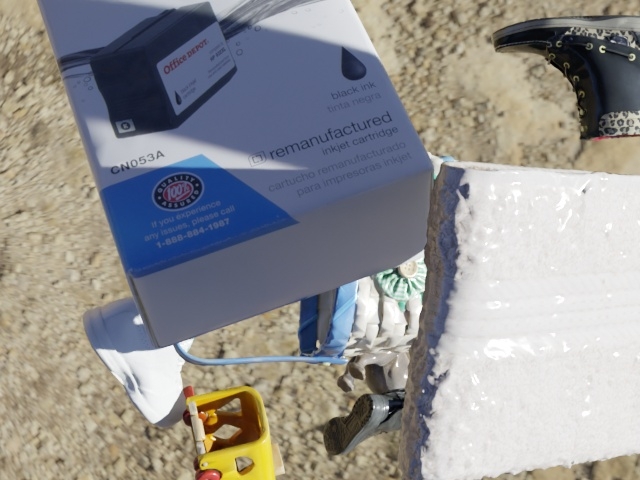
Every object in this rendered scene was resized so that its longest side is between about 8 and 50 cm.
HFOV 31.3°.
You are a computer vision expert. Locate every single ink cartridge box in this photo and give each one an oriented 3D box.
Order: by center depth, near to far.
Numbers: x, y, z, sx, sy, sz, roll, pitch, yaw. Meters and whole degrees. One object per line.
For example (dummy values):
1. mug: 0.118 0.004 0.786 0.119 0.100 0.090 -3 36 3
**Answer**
1. ink cartridge box: -0.073 -0.106 0.869 0.223 0.129 0.307 -20 61 -7

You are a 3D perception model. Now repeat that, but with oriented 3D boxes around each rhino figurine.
1. rhino figurine: 0.109 0.221 1.605 0.106 0.073 0.243 -56 127 -35

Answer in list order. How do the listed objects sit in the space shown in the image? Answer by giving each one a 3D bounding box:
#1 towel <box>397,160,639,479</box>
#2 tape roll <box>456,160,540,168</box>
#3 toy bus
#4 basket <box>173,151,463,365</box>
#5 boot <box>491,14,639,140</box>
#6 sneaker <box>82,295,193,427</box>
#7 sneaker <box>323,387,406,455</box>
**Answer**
1. towel: 0.165 0.049 0.705 0.282 0.049 0.187 0 100 -39
2. tape roll: 0.230 -0.065 1.673 0.392 0.392 0.072 4 89 -21
3. toy bus: -0.097 0.264 1.342 0.104 0.202 0.191 -12 92 -8
4. basket: 0.000 0.000 1.134 0.289 0.201 0.255 2 77 -7
5. boot: 0.372 -0.236 1.680 0.236 0.085 0.179 -1 92 10
6. sneaker: -0.179 0.135 1.277 0.094 0.080 0.212 -26 140 0
7. sneaker: 0.076 0.230 1.464 0.089 0.170 0.051 2 58 -29
